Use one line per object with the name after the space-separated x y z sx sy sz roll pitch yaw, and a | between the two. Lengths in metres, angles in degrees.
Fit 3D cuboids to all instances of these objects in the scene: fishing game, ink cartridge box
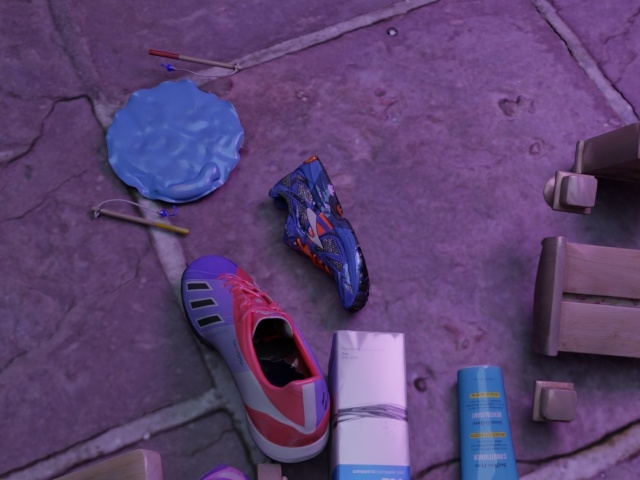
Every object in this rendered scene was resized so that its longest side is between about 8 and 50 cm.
-0.194 -0.134 1.201 0.189 0.041 0.264 10 71 4 | fishing game
0.049 0.211 0.966 0.082 0.139 0.190 3 62 -2 | ink cartridge box

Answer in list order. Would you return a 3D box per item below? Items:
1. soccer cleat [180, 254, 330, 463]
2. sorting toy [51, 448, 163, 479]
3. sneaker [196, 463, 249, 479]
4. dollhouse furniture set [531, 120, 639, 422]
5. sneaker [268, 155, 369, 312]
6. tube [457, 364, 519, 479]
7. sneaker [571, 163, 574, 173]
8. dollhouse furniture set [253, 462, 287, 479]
-0.074 0.099 0.994 0.109 0.116 0.318 -10 41 -23 | soccer cleat
-0.268 0.352 0.840 0.257 0.089 0.255 -25 59 26 | sorting toy
-0.129 0.327 0.903 0.095 0.104 0.236 26 104 -6 | sneaker
0.403 0.048 1.091 0.304 0.174 0.355 7 88 -6 | dollhouse furniture set
0.000 0.000 1.121 0.087 0.083 0.221 -24 59 1 | sneaker
0.191 0.249 1.006 0.080 0.052 0.207 -4 68 4 | tube
0.383 -0.110 1.200 0.083 0.037 0.031 -14 65 -7 | sneaker
-0.010 0.335 0.914 0.123 0.144 0.151 3 44 -10 | dollhouse furniture set
